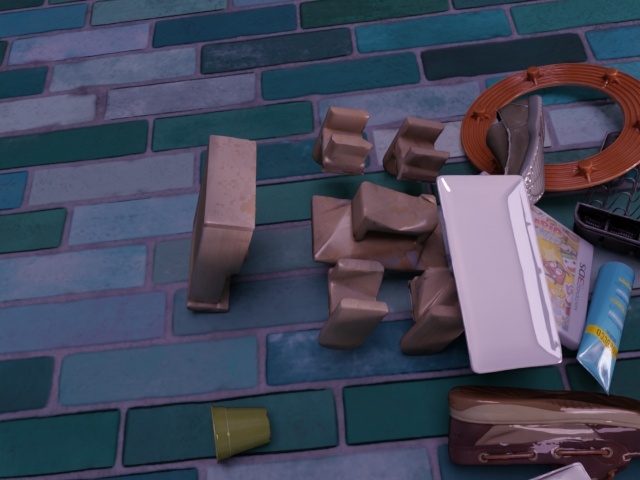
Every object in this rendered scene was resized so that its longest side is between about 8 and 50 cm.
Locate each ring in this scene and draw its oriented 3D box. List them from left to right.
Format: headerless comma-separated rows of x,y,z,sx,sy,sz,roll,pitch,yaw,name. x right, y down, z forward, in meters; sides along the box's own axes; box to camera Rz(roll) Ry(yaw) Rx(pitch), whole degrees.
0.417,-0.216,1.144,0.337,0.032,0.336,-10,47,11,ring

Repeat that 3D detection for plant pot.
-0.114,0.271,0.931,0.079,0.083,0.083,-7,57,-11,plant pot

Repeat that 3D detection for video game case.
0.311,0.025,0.974,0.227,0.026,0.206,32,51,-8,video game case

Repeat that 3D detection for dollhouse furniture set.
0.000,0.000,1.040,0.395,0.256,0.361,6,58,-14,dollhouse furniture set

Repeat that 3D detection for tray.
0.238,0.040,0.885,0.145,0.030,0.270,-2,74,-21,tray

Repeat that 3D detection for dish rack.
0.546,-0.085,1.070,0.208,0.074,0.271,20,63,17,dish rack

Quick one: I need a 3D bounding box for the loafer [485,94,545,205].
0.313,-0.143,1.042,0.088,0.094,0.251,-4,38,24,loafer

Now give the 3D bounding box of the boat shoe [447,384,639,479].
0.340,0.272,0.866,0.342,0.123,0.123,4,88,1,boat shoe

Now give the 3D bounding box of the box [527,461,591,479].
0.253,0.365,0.732,0.127,0.232,0.148,-20,59,-5,box

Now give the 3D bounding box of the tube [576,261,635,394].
0.416,0.119,0.946,0.080,0.052,0.207,43,52,-12,tube
